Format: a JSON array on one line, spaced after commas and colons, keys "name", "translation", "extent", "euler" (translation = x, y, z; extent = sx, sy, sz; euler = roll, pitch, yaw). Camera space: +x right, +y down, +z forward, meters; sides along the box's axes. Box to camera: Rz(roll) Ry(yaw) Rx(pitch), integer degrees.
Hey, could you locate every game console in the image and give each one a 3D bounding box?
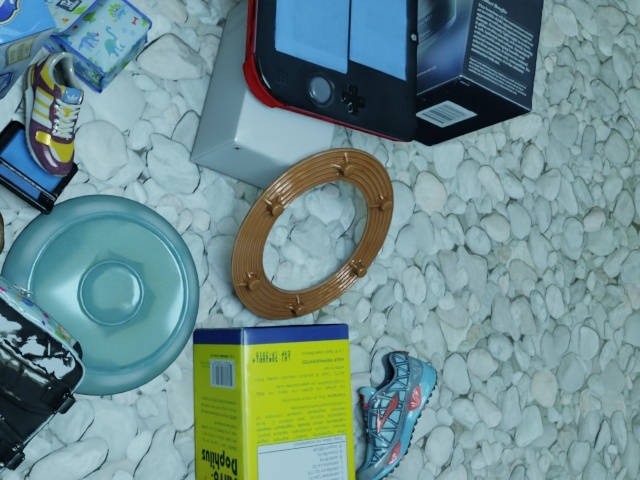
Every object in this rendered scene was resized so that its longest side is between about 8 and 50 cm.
[{"name": "game console", "translation": [0.034, -0.375, 1.248], "extent": [0.342, 0.060, 0.386], "euler": [9, 78, -33]}, {"name": "game console", "translation": [-0.431, -0.110, 1.128], "extent": [0.122, 0.107, 0.071], "euler": [39, 94, -22]}]

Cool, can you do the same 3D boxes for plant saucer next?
[{"name": "plant saucer", "translation": [-0.329, 0.082, 1.183], "extent": [0.318, 0.044, 0.317], "euler": [4, 83, -31]}]

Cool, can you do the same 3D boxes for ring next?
[{"name": "ring", "translation": [0.000, 0.000, 1.287], "extent": [0.336, 0.032, 0.336], "euler": [-23, 134, -26]}]

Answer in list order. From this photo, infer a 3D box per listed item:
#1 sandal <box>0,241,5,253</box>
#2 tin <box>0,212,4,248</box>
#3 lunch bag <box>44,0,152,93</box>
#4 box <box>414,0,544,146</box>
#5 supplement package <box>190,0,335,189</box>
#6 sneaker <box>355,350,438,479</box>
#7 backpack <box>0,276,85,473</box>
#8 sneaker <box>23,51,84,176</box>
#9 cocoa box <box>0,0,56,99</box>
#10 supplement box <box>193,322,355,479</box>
[{"name": "sandal", "translation": [-0.551, -0.025, 1.048], "extent": [0.219, 0.060, 0.090], "euler": [10, 124, -24]}, {"name": "tin", "translation": [-0.518, 0.010, 1.021], "extent": [0.190, 0.040, 0.106], "euler": [-30, 138, -3]}, {"name": "lunch bag", "translation": [-0.362, -0.333, 1.187], "extent": [0.151, 0.096, 0.129], "euler": [39, 67, -7]}, {"name": "box", "translation": [0.252, -0.371, 1.449], "extent": [0.183, 0.296, 0.294], "euler": [19, 74, -28]}, {"name": "supplement package", "translation": [-0.081, -0.254, 1.297], "extent": [0.177, 0.175, 0.293], "euler": [21, 73, -31]}, {"name": "sneaker", "translation": [0.111, 0.324, 1.411], "extent": [0.125, 0.104, 0.262], "euler": [32, 63, -6]}, {"name": "backpack", "translation": [-0.463, 0.152, 0.993], "extent": [0.225, 0.191, 0.253], "euler": [-48, 115, -9]}, {"name": "sneaker", "translation": [-0.393, -0.190, 1.135], "extent": [0.069, 0.084, 0.185], "euler": [-4, 80, -55]}, {"name": "cocoa box", "translation": [-0.512, -0.279, 0.932], "extent": [0.228, 0.347, 0.231], "euler": [-30, 101, -31]}, {"name": "supplement box", "translation": [-0.078, 0.315, 1.221], "extent": [0.194, 0.195, 0.356], "euler": [2, 82, -31]}]
